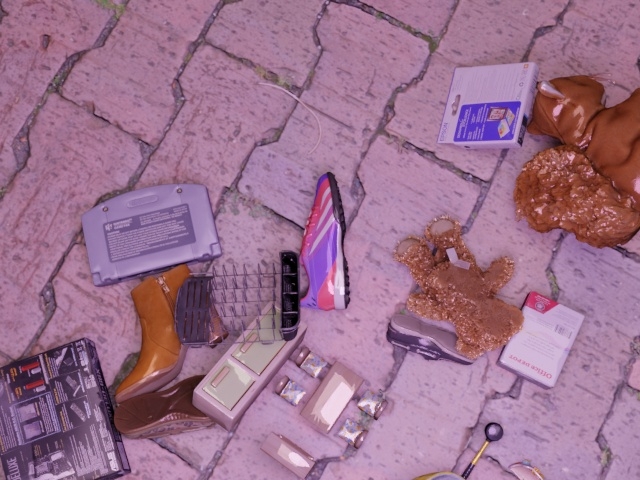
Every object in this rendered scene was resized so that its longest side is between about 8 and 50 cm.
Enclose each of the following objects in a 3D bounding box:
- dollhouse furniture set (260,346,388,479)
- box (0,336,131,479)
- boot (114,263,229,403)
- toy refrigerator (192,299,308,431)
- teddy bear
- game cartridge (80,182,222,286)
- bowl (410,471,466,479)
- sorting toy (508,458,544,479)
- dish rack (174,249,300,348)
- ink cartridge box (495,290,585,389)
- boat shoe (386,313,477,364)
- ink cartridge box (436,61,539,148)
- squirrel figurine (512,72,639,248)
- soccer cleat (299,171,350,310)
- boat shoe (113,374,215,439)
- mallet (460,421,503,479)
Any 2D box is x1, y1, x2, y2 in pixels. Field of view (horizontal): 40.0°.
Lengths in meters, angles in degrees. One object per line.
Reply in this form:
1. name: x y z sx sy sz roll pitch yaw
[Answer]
1. dollhouse furniture set: -0.006 0.368 1.838 0.212 0.161 0.242 33 79 10
2. box: -0.570 0.394 1.893 0.242 0.076 0.307 -20 75 -3
3. boot: -0.368 0.200 1.935 0.295 0.104 0.211 -35 71 -12
4. toy refrigerator: -0.147 0.261 1.864 0.102 0.094 0.269 35 60 10
5. teddy bear: 0.303 0.100 1.938 0.338 0.113 0.245 39 69 19
6. game cartridge: -0.388 -0.022 2.011 0.297 0.062 0.198 -14 71 -2
7. bowl: 0.190 0.605 1.756 0.156 0.289 0.289 -8 69 44
8. sorting toy: 0.442 0.490 1.836 0.045 0.075 0.083 -41 78 -8
9. dish rack: -0.175 0.129 1.862 0.271 0.074 0.208 -4 49 2
10. ink cartridge box: 0.474 0.218 1.909 0.127 0.072 0.175 26 78 8
11. boat shoe: 0.241 0.230 1.932 0.206 0.075 0.065 24 120 2
12. ink cartridge box: 0.388 -0.312 2.044 0.208 0.045 0.206 5 73 39
13. squirrel figurine: 0.588 -0.188 1.919 0.370 0.281 0.397 41 77 18
14. soccer cleat: 0.000 0.000 1.969 0.116 0.108 0.318 -4 77 5
15. boat shoe: -0.296 0.363 1.897 0.285 0.089 0.104 -10 58 -4
16. mallet: 0.326 0.464 1.853 0.039 0.062 0.190 34 79 11
